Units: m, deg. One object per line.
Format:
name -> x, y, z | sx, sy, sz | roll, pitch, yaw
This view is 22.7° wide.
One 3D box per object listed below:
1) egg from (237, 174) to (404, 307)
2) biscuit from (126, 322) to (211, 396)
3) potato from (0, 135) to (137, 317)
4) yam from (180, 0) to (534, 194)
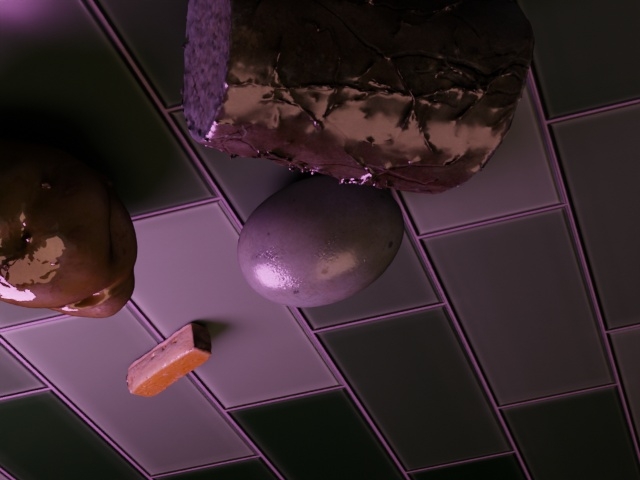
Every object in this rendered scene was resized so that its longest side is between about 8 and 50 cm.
egg -> 0.000, 0.000, 2.119 | 0.236, 0.169, 0.169 | -18, 148, 19
biscuit -> -0.240, 0.188, 2.514 | 0.052, 0.056, 0.188 | 20, 142, -35
potato -> -0.346, -0.003, 2.018 | 0.218, 0.203, 0.351 | -1, 160, 14
yam -> 0.028, -0.185, 1.753 | 0.348, 0.241, 0.241 | 8, 147, -18
